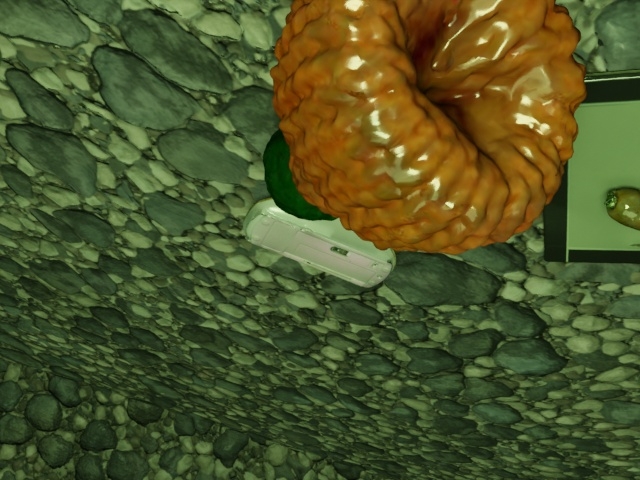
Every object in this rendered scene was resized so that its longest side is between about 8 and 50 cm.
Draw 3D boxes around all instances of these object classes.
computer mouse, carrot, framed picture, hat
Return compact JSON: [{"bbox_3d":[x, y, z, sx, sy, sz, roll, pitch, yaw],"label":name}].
[{"bbox_3d":[0.000,0.000,0.984,0.245,0.056,0.126,22,146,-10],"label":"computer mouse"},{"bbox_3d":[0.459,-0.008,0.777,0.254,0.049,0.049,21,147,-13],"label":"carrot"},{"bbox_3d":[0.404,-0.071,0.757,0.265,0.016,0.347,0,143,22],"label":"framed picture"},{"bbox_3d":[0.061,-0.140,0.657,0.285,0.285,0.400,29,175,-21],"label":"hat"}]
